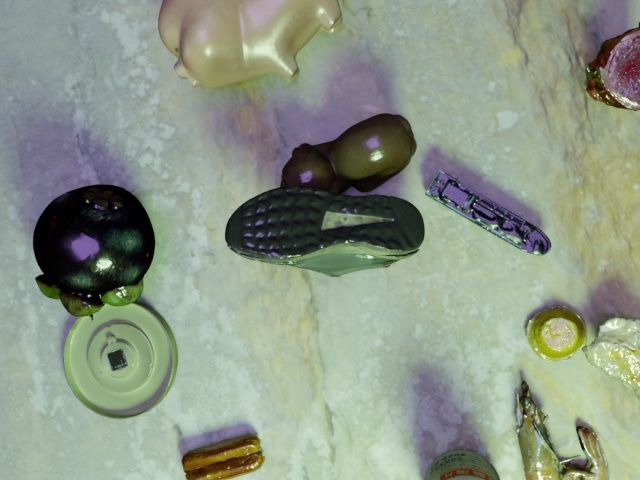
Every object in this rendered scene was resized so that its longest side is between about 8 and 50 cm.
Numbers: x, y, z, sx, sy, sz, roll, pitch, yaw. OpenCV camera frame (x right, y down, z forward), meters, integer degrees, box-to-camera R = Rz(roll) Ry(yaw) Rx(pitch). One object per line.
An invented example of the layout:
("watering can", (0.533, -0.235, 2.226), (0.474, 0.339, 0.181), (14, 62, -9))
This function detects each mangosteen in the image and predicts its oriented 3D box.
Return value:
("mangosteen", (-0.415, 0.020, 1.167), (0.242, 0.243, 0.243), (0, 89, 10))

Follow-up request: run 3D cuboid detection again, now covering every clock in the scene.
("clock", (-0.394, 0.232, 1.245), (0.235, 0.029, 0.235), (0, 89, 10))

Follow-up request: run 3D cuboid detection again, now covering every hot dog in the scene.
("hot dog", (-0.186, 0.415, 1.197), (0.165, 0.045, 0.071), (-18, 88, 9))

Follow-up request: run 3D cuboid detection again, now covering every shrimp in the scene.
("shrimp", (0.410, 0.359, 1.099), (0.143, 0.052, 0.251), (-18, 92, -3))

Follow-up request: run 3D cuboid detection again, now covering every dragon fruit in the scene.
("dragon fruit", (0.490, -0.289, 1.071), (0.096, 0.102, 0.147), (0, 94, 12))

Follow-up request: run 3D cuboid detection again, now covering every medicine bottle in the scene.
("medicine bottle", (0.234, 0.438, 1.020), (0.144, 0.252, 0.145), (0, 89, 12))

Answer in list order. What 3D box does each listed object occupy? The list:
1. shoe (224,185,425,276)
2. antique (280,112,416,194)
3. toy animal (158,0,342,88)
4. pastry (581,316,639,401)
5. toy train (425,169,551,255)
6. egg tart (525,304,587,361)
("shoe", (0.000, 0.000, 1.109), (0.336, 0.171, 0.132), (0, 67, -12))
("antique", (0.043, -0.139, 1.122), (0.256, 0.143, 0.121), (-19, 88, 11))
("toy animal", (-0.128, -0.398, 1.127), (0.326, 0.237, 0.269), (-45, 91, 2))
("pastry", (0.551, 0.234, 1.051), (0.121, 0.089, 0.258), (-45, 81, 9))
("toy train", (0.296, -0.043, 1.120), (0.234, 0.051, 0.052), (31, 94, 6))
("egg tart", (0.411, 0.161, 1.102), (0.105, 0.039, 0.105), (-1, 87, 10))
